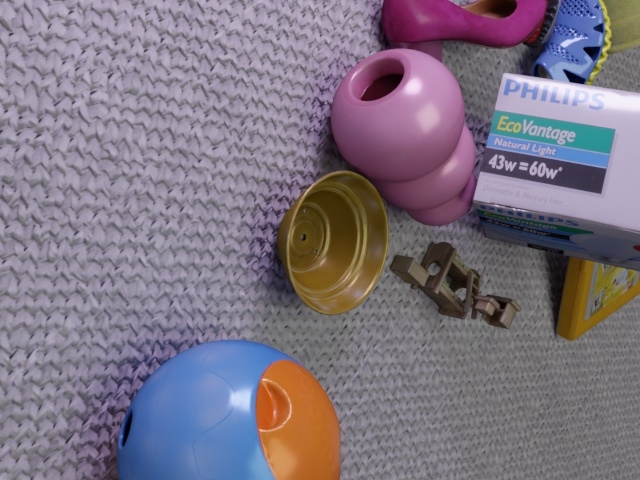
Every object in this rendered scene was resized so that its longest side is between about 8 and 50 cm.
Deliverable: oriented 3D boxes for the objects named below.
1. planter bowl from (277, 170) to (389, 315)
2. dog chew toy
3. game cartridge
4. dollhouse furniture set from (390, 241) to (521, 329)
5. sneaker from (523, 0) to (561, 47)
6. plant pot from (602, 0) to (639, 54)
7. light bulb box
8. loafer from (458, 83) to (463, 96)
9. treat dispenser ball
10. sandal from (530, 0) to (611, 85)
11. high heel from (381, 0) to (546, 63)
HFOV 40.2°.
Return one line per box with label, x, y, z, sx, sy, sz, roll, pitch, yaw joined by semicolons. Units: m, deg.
planter bowl;0.000;0.000;1.330;0.217;0.090;0.217;-8;102;-44
dog chew toy;0.153;-0.144;1.390;0.207;0.206;0.332;-59;139;-20
game cartridge;0.639;0.031;1.910;0.285;0.052;0.324;-26;133;-32
dollhouse furniture set;0.250;0.060;1.536;0.182;0.161;0.101;41;68;-41
sneaker;0.439;-0.498;1.673;0.125;0.104;0.262;0;98;-48
plant pot;0.622;-0.551;1.760;0.276;0.276;0.254;-41;111;-33
light bulb box;0.468;-0.101;1.504;0.361;0.357;0.225;32;72;-72
loafer;0.210;-0.230;1.531;0.148;0.050;0.056;-52;134;-46
treat dispenser ball;-0.115;0.273;1.127;0.288;0.288;0.288;-9;103;-43
sandal;0.471;-0.339;1.708;0.138;0.126;0.317;1;101;-38
high heel;0.259;-0.407;1.484;0.377;0.127;0.181;-34;130;-32
